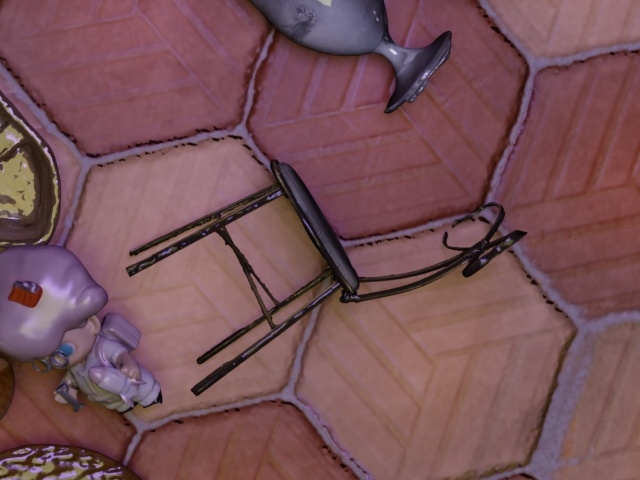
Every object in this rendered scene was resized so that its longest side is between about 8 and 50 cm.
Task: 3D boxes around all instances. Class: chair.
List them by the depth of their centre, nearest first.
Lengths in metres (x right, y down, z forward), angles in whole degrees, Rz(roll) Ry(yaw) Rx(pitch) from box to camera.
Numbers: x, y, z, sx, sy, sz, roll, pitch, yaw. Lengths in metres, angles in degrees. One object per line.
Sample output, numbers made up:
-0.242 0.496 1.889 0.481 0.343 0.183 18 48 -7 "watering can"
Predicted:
0.000 0.000 1.430 0.326 0.160 0.170 -30 98 2 "chair"

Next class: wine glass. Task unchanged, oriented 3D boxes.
0.008 -0.214 1.434 0.222 0.103 0.103 36 91 -8 "wine glass"

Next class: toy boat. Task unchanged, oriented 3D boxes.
-0.307 -0.071 1.437 0.116 0.061 0.188 -38 97 -3 "toy boat"

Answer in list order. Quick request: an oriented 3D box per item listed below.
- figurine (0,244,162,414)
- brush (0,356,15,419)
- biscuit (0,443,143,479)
-0.232 0.077 1.418 0.229 0.137 0.112 45 51 -28 "figurine"
-0.410 0.170 1.409 0.267 0.174 0.166 5 111 -26 "brush"
-0.257 0.316 1.468 0.262 0.037 0.262 1 87 -15 "biscuit"
